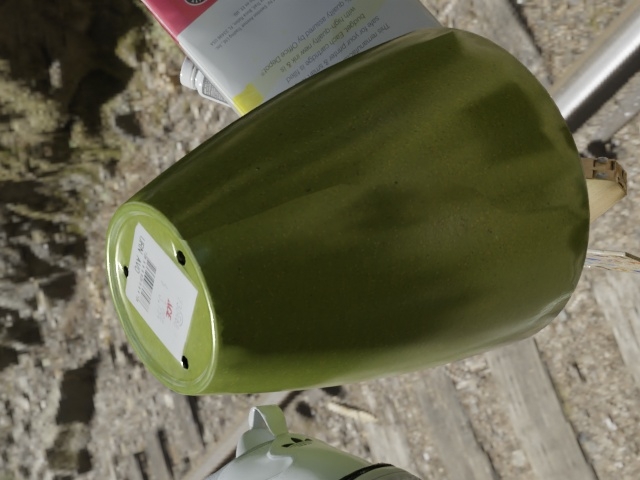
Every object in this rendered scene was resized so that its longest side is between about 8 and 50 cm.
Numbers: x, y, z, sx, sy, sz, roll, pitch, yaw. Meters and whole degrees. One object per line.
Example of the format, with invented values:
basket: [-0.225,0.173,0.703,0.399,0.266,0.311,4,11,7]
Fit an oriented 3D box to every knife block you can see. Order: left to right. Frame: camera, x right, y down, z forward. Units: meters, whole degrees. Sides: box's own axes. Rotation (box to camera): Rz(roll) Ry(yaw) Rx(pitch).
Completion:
knife block: [0.267,0.006,1.335,0.276,0.088,0.242,4,115,15]

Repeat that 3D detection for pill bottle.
pill bottle: [-0.148,-0.254,1.552,0.137,0.078,0.078,22,129,9]

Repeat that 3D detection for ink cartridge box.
ink cartridge box: [-0.014,-0.267,1.353,0.384,0.279,0.160,50,178,6]

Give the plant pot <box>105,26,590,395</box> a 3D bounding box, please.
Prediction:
plant pot: [0.000,0.000,0.735,0.275,0.294,0.274,26,126,43]

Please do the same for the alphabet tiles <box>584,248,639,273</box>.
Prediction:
alphabet tiles: [0.420,0.025,1.557,0.237,0.198,0.009,6,81,53]

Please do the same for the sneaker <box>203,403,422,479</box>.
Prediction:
sneaker: [-0.021,0.320,0.810,0.210,0.137,0.365,27,113,49]
